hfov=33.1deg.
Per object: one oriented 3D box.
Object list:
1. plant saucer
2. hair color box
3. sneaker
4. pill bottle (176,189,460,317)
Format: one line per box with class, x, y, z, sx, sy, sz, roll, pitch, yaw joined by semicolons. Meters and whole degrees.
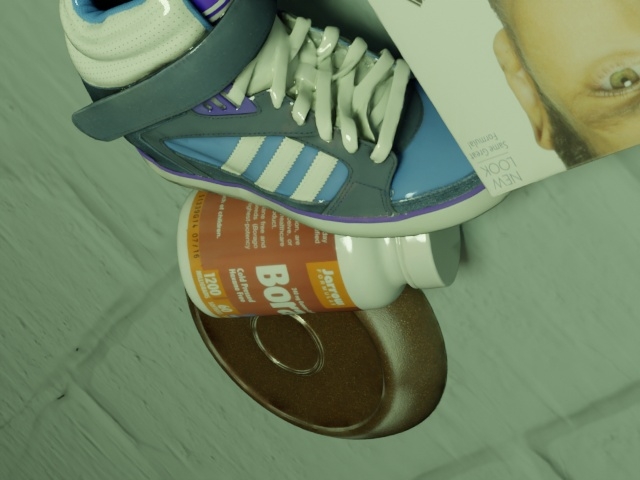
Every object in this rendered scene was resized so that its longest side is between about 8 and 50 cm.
plant saucer;-0.023;0.087;1.067;0.310;0.050;0.311;22;135;24
hair color box;0.107;-0.210;0.657;0.185;0.110;0.339;-21;110;46
sneaker;-0.027;-0.119;0.748;0.322;0.130;0.236;9;153;19
pill bottle;0.000;0.000;0.893;0.216;0.121;0.121;-5;121;23
